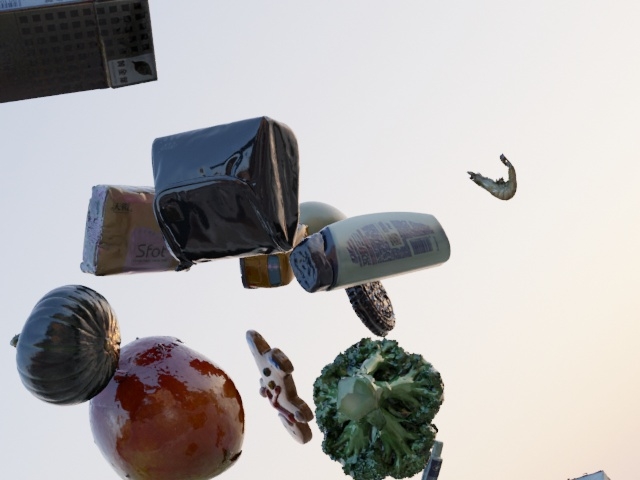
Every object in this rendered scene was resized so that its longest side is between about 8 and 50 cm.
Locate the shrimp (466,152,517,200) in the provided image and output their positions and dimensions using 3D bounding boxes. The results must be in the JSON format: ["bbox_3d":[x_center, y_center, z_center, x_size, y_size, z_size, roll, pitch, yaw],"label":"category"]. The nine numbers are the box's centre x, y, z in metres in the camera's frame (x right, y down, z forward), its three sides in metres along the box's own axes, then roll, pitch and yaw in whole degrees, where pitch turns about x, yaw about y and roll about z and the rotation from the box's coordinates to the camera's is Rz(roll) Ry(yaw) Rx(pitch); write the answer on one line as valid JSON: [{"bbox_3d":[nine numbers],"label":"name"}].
[{"bbox_3d":[0.309,-0.121,1.695,0.023,0.114,0.083,-16,-55,-38],"label":"shrimp"}]

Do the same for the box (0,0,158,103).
[{"bbox_3d":[-0.439,-0.321,1.560,0.325,0.047,0.180,-10,-41,-12],"label":"box"}]

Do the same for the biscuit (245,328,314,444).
[{"bbox_3d":[-0.093,0.372,2.289,0.049,0.205,0.324,-34,-52,-23],"label":"biscuit"}]

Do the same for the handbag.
[{"bbox_3d":[-0.200,-0.089,1.863,0.302,0.275,0.178,-6,-15,28],"label":"handbag"}]

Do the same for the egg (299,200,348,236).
[{"bbox_3d":[0.000,0.000,2.461,0.254,0.188,0.188,25,-65,-43],"label":"egg"}]

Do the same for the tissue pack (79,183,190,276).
[{"bbox_3d":[-0.411,-0.028,2.165,0.257,0.123,0.215,-1,-73,-41],"label":"tissue pack"}]

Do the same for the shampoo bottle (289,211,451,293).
[{"bbox_3d":[0.096,0.013,1.835,0.359,0.134,0.078,-10,-19,-40],"label":"shampoo bottle"}]

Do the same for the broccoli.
[{"bbox_3d":[0.101,0.295,1.687,0.270,0.270,0.270,-40,-23,2],"label":"broccoli"}]

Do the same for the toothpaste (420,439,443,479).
[{"bbox_3d":[0.229,0.536,2.051,0.062,0.037,0.216,15,-89,-67],"label":"toothpaste"}]

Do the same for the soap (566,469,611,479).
[{"bbox_3d":[0.575,0.608,2.129,0.230,0.145,0.091,-26,21,35],"label":"soap"}]

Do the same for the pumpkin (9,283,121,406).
[{"bbox_3d":[-0.514,0.209,1.897,0.216,0.250,0.250,4,-31,-1],"label":"pumpkin"}]

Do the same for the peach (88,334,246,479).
[{"bbox_3d":[-0.349,0.391,2.154,0.370,0.370,0.370,-32,-24,-16],"label":"peach"}]

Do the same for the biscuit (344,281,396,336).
[{"bbox_3d":[0.109,0.127,2.132,0.053,0.194,0.194,-30,-20,16],"label":"biscuit"}]

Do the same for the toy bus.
[{"bbox_3d":[-0.103,0.027,2.253,0.209,0.136,0.126,-55,-35,-58],"label":"toy bus"}]
